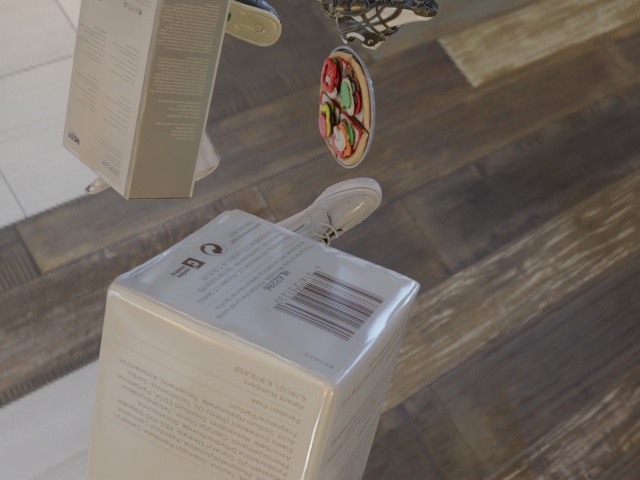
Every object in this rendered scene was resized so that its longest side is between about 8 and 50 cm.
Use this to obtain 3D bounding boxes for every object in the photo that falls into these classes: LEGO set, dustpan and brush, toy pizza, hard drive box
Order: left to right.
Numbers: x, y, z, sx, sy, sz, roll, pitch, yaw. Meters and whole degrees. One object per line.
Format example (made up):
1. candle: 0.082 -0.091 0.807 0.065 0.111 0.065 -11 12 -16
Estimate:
1. hard drive box: -0.207 -0.186 0.992 0.089 0.232 0.181 -3 27 -40
2. dustpan and brush: -0.281 -0.130 1.381 0.211 0.060 0.147 -27 79 -11
3. LEGO set: 0.007 -0.368 1.377 0.083 0.023 0.054 23 17 -42
4. toy pizza: 0.033 -0.219 1.437 0.032 0.201 0.201 -7 65 -23

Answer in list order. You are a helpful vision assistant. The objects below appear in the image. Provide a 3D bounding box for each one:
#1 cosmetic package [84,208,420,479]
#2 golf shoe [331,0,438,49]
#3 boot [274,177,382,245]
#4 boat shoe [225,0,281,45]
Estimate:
1. cosmetic package: -0.099 0.225 1.238 0.327 0.394 0.329 21 26 16
2. golf shoe: 0.112 -0.369 1.463 0.198 0.094 0.077 13 31 37
3. boot: 0.000 0.000 1.489 0.095 0.258 0.123 40 31 -36
4. boat shoe: -0.176 -0.415 1.501 0.233 0.084 0.079 23 36 -19
